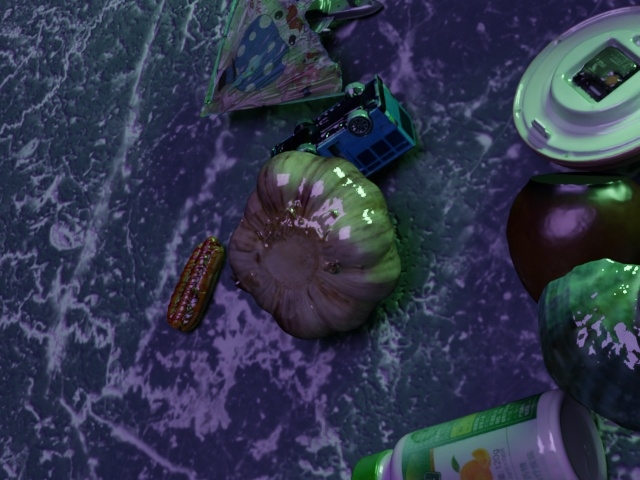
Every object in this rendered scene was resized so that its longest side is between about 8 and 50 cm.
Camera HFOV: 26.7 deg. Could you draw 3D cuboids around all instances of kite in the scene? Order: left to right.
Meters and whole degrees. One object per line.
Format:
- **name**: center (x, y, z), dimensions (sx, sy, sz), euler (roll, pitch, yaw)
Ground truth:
- **kite**: center (-0.053, -0.302, 1.925), dimensions (0.368, 0.014, 0.406), euler (-45, 45, 20)

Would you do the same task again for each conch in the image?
- **conch**: center (0.364, 0.096, 1.400), dimensions (0.195, 0.220, 0.277), euler (-39, 2, -31)

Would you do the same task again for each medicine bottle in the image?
- **medicine bottle**: center (0.171, 0.262, 1.512), dimensions (0.274, 0.133, 0.133), euler (-22, 59, 30)

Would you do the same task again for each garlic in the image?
- **garlic**: center (0.000, 0.000, 1.734), dimensions (0.245, 0.160, 0.245), euler (11, 113, 28)

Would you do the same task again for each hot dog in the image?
- **hot dog**: center (-0.179, 0.061, 1.925), dimensions (0.062, 0.038, 0.144), euler (17, 81, 41)

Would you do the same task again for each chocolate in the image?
- **chocolate**: center (0.295, 0.005, 1.529), dimensions (0.177, 0.177, 0.176), euler (-16, 62, 32)

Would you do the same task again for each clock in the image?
- **clock**: center (0.341, -0.183, 1.587), dimensions (0.244, 0.056, 0.244), euler (-20, 43, 20)

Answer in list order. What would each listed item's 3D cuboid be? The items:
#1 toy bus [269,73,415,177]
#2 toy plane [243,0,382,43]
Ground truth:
- **toy bus**: center (0.029, -0.125, 1.802), dimensions (0.185, 0.106, 0.090), euler (-33, 32, 21)
- **toy plane**: center (-0.017, -0.328, 1.959), dimensions (0.226, 0.058, 0.226), euler (-9, 62, 34)
